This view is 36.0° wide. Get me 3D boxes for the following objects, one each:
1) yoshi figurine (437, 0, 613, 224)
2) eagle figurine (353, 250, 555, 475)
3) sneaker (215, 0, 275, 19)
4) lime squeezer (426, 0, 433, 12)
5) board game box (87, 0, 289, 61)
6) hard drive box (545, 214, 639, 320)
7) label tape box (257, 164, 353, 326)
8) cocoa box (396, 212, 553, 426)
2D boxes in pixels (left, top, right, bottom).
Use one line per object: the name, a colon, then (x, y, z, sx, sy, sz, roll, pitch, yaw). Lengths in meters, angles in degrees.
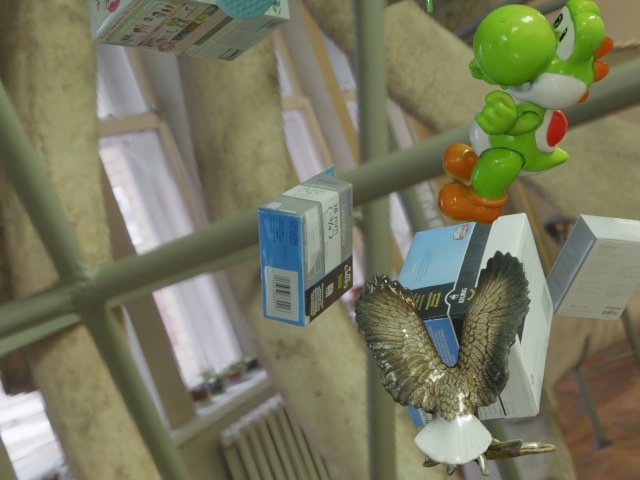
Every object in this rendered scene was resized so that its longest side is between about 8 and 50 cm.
yoshi figurine: (0.258, -0.202, 1.415, 0.203, 0.203, 0.362, -20, -30, -38)
eagle figurine: (0.187, 0.177, 1.419, 0.226, 0.298, 0.225, -9, 0, -33)
sneaker: (-0.070, -0.495, 1.478, 0.319, 0.127, 0.208, -48, 32, 10)
lime squeezer: (0.268, -0.638, 2.090, 0.310, 0.110, 0.059, -58, 24, -4)
board game box: (-0.246, -0.433, 1.840, 0.303, 0.097, 0.224, 1, -15, -37)
hard drive box: (0.638, 0.065, 2.251, 0.181, 0.232, 0.089, 6, 37, -20)
label tape box: (0.000, 0.000, 2.060, 0.106, 0.240, 0.334, 10, 24, 26)
cocoa box: (0.274, 0.139, 1.791, 0.228, 0.231, 0.347, -11, 25, 23)
